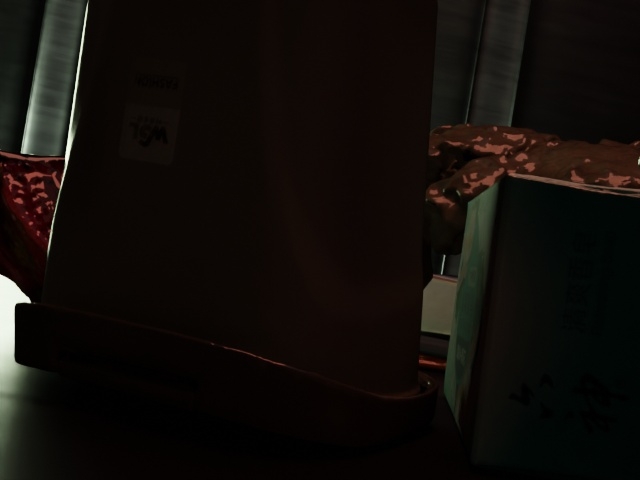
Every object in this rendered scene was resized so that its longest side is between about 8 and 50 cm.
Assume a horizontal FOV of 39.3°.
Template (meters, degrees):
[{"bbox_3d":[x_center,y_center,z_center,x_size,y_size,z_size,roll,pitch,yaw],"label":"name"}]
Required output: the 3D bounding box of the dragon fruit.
[{"bbox_3d":[-0.158,0.011,0.723,0.261,0.163,0.189,5,31,-35],"label":"dragon fruit"}]

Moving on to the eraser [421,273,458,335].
[{"bbox_3d":[0.234,0.100,1.317,0.130,0.086,0.287,9,0,33],"label":"eraser"}]

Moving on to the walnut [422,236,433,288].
[{"bbox_3d":[0.000,0.000,0.994,0.261,0.225,0.225,16,0,5],"label":"walnut"}]

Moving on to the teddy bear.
[{"bbox_3d":[0.232,-0.012,0.918,0.357,0.225,0.367,5,15,-36],"label":"teddy bear"}]

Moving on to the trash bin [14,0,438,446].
[{"bbox_3d":[-0.037,-0.028,0.517,0.219,0.250,0.219,9,6,24],"label":"trash bin"}]

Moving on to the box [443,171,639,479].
[{"bbox_3d":[0.135,0.046,0.555,0.092,0.153,0.245,8,-1,5],"label":"box"}]

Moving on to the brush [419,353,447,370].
[{"bbox_3d":[0.191,0.128,0.836,0.314,0.017,0.090,8,0,4],"label":"brush"}]

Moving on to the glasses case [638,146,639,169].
[{"bbox_3d":[0.261,0.024,0.449,0.109,0.282,0.067,-11,-31,-16],"label":"glasses case"}]
